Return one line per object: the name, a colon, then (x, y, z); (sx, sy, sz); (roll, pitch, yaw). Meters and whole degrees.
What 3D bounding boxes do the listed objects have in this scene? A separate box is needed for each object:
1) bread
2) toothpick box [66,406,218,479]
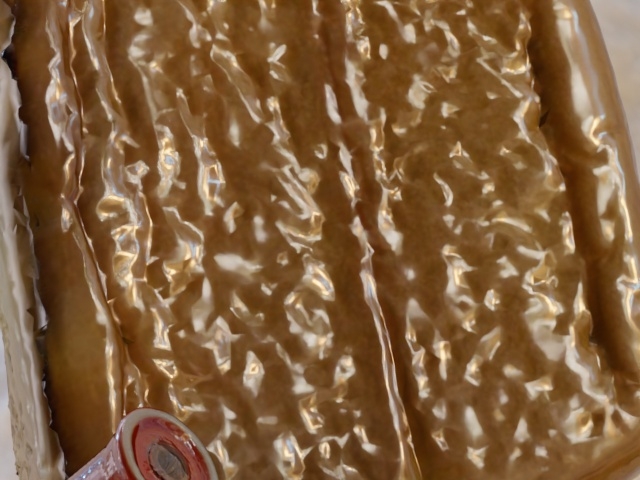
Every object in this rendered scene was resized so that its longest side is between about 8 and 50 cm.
bread: (-0.002, 0.002, 0.881); (0.148, 0.328, 0.337); (134, 125, -68)
toothpick box: (-0.080, 0.100, 0.642); (0.083, 0.047, 0.047); (-39, 56, 27)
